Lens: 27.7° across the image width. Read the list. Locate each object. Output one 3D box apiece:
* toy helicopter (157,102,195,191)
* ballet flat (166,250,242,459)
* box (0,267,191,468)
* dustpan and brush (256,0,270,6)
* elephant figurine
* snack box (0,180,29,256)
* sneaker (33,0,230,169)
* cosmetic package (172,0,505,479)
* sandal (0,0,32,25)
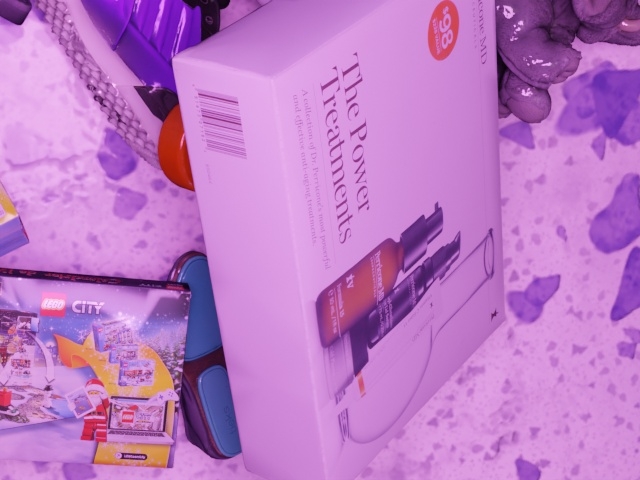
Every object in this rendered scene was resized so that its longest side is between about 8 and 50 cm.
[{"bbox_3d":[0.000,0.000,1.193,0.235,0.140,0.355,-35,129,-40],"label":"toy helicopter"},{"bbox_3d":[-0.117,0.106,1.204,0.074,0.074,0.203,-16,105,-14],"label":"ballet flat"},{"bbox_3d":[-0.235,0.108,1.116,0.233,0.044,0.159,5,97,-11],"label":"box"},{"bbox_3d":[-0.039,-0.247,1.162,0.211,0.147,0.060,39,107,8],"label":"dustpan and brush"},{"bbox_3d":[0.227,-0.236,1.231,0.239,0.186,0.169,-41,65,-18],"label":"elephant figurine"},{"bbox_3d":[-0.363,-0.053,1.053,0.174,0.070,0.207,-29,74,-14],"label":"snack box"},{"bbox_3d":[-0.160,-0.215,1.114,0.146,0.102,0.293,-38,126,-16],"label":"sneaker"},{"bbox_3d":[0.036,-0.024,1.034,0.284,0.097,0.377,-42,136,-41],"label":"cosmetic package"},{"bbox_3d":[-0.363,-0.224,1.071,0.254,0.097,0.054,18,104,-9],"label":"sandal"}]
